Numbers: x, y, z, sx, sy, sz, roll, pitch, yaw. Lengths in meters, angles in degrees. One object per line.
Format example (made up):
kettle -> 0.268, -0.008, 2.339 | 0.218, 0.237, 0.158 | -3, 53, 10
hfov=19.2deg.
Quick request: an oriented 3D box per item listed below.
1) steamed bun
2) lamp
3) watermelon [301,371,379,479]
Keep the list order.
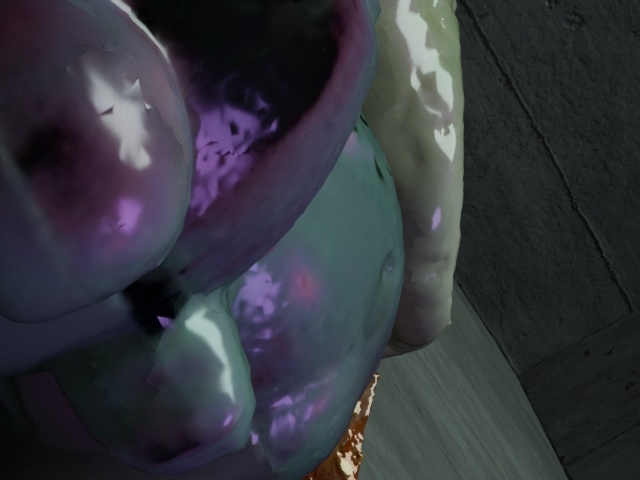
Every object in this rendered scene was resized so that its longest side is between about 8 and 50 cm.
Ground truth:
steamed bun -> -0.037, -0.072, 0.962 | 0.268, 0.207, 0.280 | -144, -126, -87
lamp -> -0.050, -0.050, 0.513 | 0.301, 0.247, 0.247 | 65, 2, -61
watermelon -> -0.019, 0.077, 0.831 | 0.135, 0.094, 0.125 | 55, 14, -17
